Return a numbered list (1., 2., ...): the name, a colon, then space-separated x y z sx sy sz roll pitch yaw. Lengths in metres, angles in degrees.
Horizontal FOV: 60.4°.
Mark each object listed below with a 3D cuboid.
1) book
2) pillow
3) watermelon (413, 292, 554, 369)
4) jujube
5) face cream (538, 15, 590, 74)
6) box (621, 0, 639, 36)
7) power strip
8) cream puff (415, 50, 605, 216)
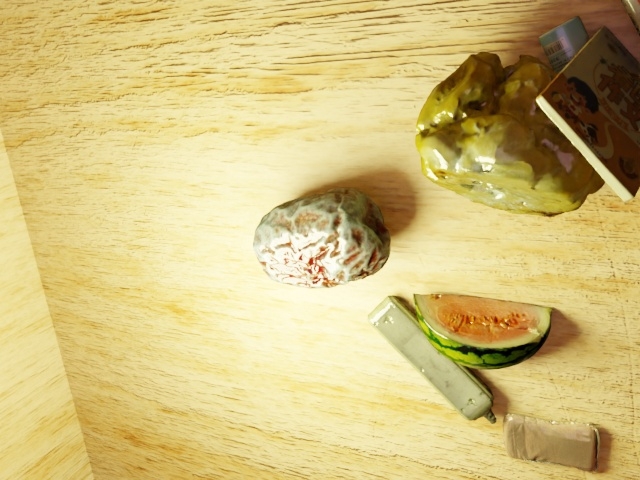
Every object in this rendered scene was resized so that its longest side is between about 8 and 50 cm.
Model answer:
1. book: 0.476 -0.217 0.892 0.208 0.295 0.020 47 146 -1
2. pillow: 0.533 0.470 1.281 0.211 0.034 0.135 2 114 26
3. watermelon: 0.338 0.209 1.188 0.303 0.128 0.160 6 93 19
4. jujube: 0.000 0.000 1.246 0.316 0.226 0.226 -13 104 31
5. face cream: 0.475 -0.280 0.988 0.075 0.075 0.230 -24 99 31
6. box: 0.566 -0.399 0.883 0.133 0.099 0.182 -27 96 33
7. power strip: 0.276 0.291 1.312 0.387 0.066 0.092 45 105 5
8. cream puff: 0.347 -0.196 0.990 0.324 0.291 0.257 13 88 42
